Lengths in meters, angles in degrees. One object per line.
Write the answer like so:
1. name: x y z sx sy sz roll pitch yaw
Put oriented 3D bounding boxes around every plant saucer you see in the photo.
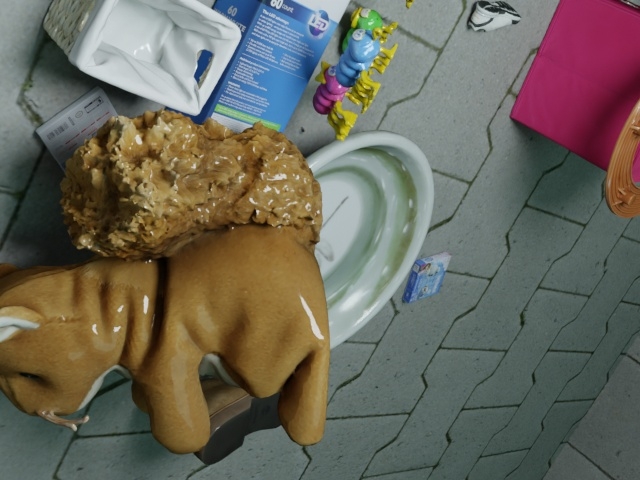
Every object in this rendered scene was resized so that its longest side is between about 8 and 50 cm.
1. plant saucer: 0.000 0.000 1.266 0.401 0.100 0.400 -28 139 -28

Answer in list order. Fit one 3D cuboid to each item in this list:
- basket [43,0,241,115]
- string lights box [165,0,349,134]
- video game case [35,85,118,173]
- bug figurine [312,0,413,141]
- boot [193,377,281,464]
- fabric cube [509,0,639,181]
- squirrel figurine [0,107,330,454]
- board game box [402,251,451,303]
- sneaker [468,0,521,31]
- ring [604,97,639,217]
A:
1. basket: -0.187 -0.219 0.873 0.167 0.103 0.113 17 107 -51
2. string lights box: -0.079 -0.216 1.014 0.133 0.077 0.259 11 112 -51
3. video game case: -0.263 -0.109 0.965 0.087 0.011 0.122 -41 142 -15
4. bug figurine: 0.058 -0.256 1.038 0.279 0.072 0.216 -68 -173 -33
5. boot: -0.111 0.235 1.298 0.305 0.115 0.112 -15 127 -52
6. fabric cube: 0.550 -0.276 1.486 0.254 0.258 0.259 -5 124 -43
7. squirrel figurine: -0.190 0.037 0.936 0.371 0.281 0.396 1 110 -13
8. board game box: 0.206 0.071 1.617 0.090 0.020 0.090 -16 131 -41
9. sneaker: 0.273 -0.351 1.318 0.109 0.040 0.043 -7 142 -40
10. ring: 0.585 -0.179 1.365 0.337 0.032 0.336 -28 138 -29
